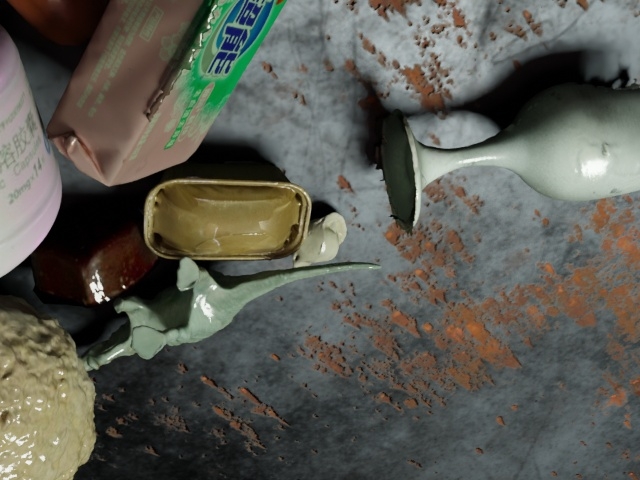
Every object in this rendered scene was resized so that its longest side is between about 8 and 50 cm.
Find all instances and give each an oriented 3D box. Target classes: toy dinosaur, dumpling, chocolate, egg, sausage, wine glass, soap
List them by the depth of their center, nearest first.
[{"bbox_3d":[-0.258,-0.248,0.780,0.077,0.077,0.194,-31,127,11],"label":"sausage"},{"bbox_3d":[-0.122,-0.182,0.808,0.098,0.218,0.273,38,116,4],"label":"soap"},{"bbox_3d":[-0.380,0.178,0.966,0.279,0.279,0.310,-21,156,3],"label":"egg"},{"bbox_3d":[-0.255,0.014,0.973,0.149,0.125,0.080,-12,114,2],"label":"chocolate"},{"bbox_3d":[0.225,-0.096,0.981,0.321,0.143,0.143,-10,130,-10],"label":"wine glass"},{"bbox_3d":[-0.129,0.069,1.013,0.393,0.092,0.205,-24,171,2],"label":"toy dinosaur"},{"bbox_3d":[-0.002,-0.001,1.069,0.052,0.057,0.076,11,104,23],"label":"dumpling"}]

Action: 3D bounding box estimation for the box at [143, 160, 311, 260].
[{"bbox_3d":[-0.101,-0.031,0.975,0.177,0.111,0.111,-1,128,-14],"label":"box"}]

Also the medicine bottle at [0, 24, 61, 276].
[{"bbox_3d":[-0.367,-0.119,0.745,0.241,0.241,0.301,-12,130,-4],"label":"medicine bottle"}]
